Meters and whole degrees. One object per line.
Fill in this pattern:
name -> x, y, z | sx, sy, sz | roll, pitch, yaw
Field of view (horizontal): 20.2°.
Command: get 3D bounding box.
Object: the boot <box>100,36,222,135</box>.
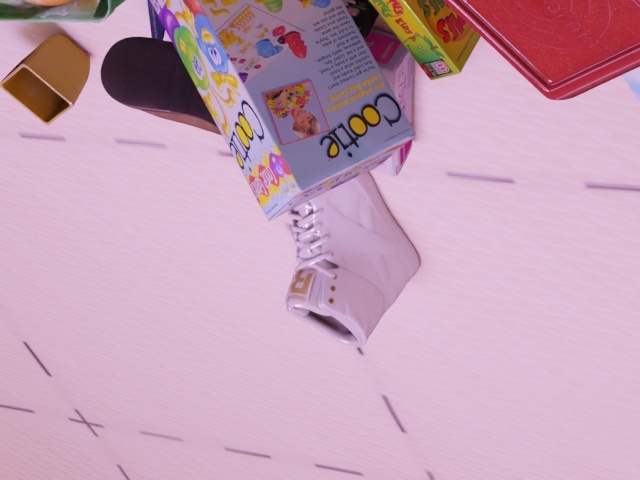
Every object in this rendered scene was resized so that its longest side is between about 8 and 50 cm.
boot -> -0.087, -0.155, 2.013 | 0.305, 0.112, 0.115 | 18, 177, 11

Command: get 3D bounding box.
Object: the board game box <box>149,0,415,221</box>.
board game box -> -0.044, -0.183, 1.848 | 0.275, 0.144, 0.142 | 62, 161, 4

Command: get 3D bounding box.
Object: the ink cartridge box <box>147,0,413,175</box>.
ink cartridge box -> -0.045, -0.195, 2.038 | 0.311, 0.065, 0.186 | 18, 147, 15

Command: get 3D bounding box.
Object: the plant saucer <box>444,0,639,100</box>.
plant saucer -> 0.212, -0.238, 1.667 | 0.258, 0.047, 0.259 | 41, 151, -15

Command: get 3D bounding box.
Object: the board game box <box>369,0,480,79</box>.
board game box -> 0.093, -0.259, 1.801 | 0.043, 0.092, 0.181 | -10, 130, 45

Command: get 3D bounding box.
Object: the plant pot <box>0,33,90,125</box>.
plant pot -> -0.334, -0.209, 2.238 | 0.081, 0.083, 0.081 | 40, 148, -16

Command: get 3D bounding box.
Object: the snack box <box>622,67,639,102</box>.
snack box -> 0.339, -0.224, 1.676 | 0.187, 0.060, 0.322 | -5, 135, 46

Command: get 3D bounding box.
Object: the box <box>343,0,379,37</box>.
box -> 0.038, -0.265, 1.868 | 0.052, 0.062, 0.083 | 22, 147, 11

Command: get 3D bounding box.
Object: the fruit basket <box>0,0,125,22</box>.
fruit basket -> -0.357, -0.311, 1.876 | 0.327, 0.353, 0.165 | 4, 98, 29

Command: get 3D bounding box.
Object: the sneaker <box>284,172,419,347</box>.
sneaker -> 0.000, 0.000, 2.177 | 0.108, 0.169, 0.292 | -5, 133, 47
